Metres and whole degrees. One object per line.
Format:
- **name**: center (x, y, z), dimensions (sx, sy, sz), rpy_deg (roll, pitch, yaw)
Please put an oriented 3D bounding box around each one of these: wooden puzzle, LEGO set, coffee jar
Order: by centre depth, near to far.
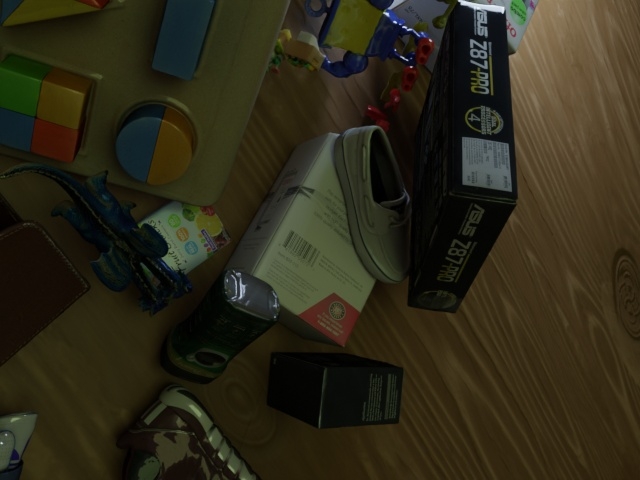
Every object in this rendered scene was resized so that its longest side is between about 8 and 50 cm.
- **wooden puzzle**: center (-0.238, -0.200, 0.648), dimensions (0.348, 0.080, 0.322), rpy_deg (13, 121, -22)
- **coffee jar**: center (-0.145, 0.126, 0.783), dimensions (0.096, 0.184, 0.079), rpy_deg (28, 33, -29)
- **LEGO set**: center (-0.138, -0.311, 0.832), dimensions (0.287, 0.132, 0.107), rpy_deg (40, 70, -2)

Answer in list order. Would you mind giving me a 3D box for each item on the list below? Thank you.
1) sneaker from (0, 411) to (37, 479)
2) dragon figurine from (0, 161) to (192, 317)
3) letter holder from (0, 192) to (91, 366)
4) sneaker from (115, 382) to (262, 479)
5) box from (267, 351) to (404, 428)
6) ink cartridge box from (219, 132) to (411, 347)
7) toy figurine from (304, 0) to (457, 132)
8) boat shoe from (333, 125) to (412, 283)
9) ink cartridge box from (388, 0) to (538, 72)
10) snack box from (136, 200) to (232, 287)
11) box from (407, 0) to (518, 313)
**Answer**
- **sneaker**: center (-0.374, 0.323, 0.636), dimensions (0.323, 0.130, 0.236), rpy_deg (42, 72, -18)
- **dragon figurine**: center (-0.240, 0.001, 0.667), dimensions (0.085, 0.289, 0.144), rpy_deg (-40, 70, -12)
- **letter holder**: center (-0.434, 0.057, 0.547), dimensions (0.302, 0.152, 0.214), rpy_deg (-47, 142, -28)
- **sneaker**: center (-0.185, 0.357, 0.797), dimensions (0.163, 0.106, 0.281), rpy_deg (-39, 98, -24)
- **box**: center (0.022, 0.236, 0.900), dimensions (0.158, 0.156, 0.093), rpy_deg (10, 83, -34)
- **ink cartridge box**: center (0.000, 0.000, 0.919), dimensions (0.207, 0.117, 0.282), rpy_deg (38, 67, -27)
- **toy figurine**: center (0.081, -0.368, 0.912), dimensions (0.217, 0.362, 0.191), rpy_deg (23, 38, -5)
- **boat shoe**: center (0.095, -0.050, 0.862), dimensions (0.095, 0.084, 0.258), rpy_deg (-31, 106, -33)
- **ink cartridge box**: center (0.293, -0.496, 1.096), dimensions (0.198, 0.197, 0.270), rpy_deg (37, 68, -27)
- **snack box**: center (-0.214, -0.002, 0.821), dimensions (0.141, 0.037, 0.100), rpy_deg (-38, 107, -28)
- **box**: center (0.213, -0.128, 0.897), dimensions (0.097, 0.318, 0.394), rpy_deg (8, 57, 0)
